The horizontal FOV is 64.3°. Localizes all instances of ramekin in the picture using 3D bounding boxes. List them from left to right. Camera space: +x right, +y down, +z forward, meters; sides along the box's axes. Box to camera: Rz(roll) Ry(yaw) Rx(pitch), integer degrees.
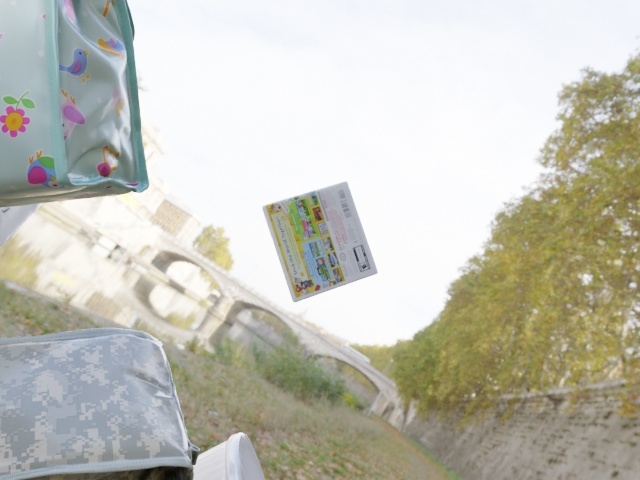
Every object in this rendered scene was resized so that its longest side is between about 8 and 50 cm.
[{"bbox_3d":[-0.174,0.523,0.977,0.273,0.127,0.273,162,-90,-85],"label":"ramekin"}]

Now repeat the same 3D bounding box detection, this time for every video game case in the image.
[{"bbox_3d":[0.000,0.000,1.147,0.026,0.206,0.227,153,-81,-76],"label":"video game case"}]

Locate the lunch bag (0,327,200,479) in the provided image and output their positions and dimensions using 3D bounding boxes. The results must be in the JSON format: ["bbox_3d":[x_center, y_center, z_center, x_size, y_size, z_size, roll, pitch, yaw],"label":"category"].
[{"bbox_3d":[-0.313,0.236,0.629,0.287,0.169,0.235,-1,31,-28],"label":"lunch bag"}]

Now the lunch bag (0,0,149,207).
[{"bbox_3d":[-0.298,-0.166,0.479,0.223,0.262,0.160,-5,2,11],"label":"lunch bag"}]

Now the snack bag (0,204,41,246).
[{"bbox_3d":[-0.516,-0.180,0.884,0.037,0.342,0.323,9,31,-6],"label":"snack bag"}]
